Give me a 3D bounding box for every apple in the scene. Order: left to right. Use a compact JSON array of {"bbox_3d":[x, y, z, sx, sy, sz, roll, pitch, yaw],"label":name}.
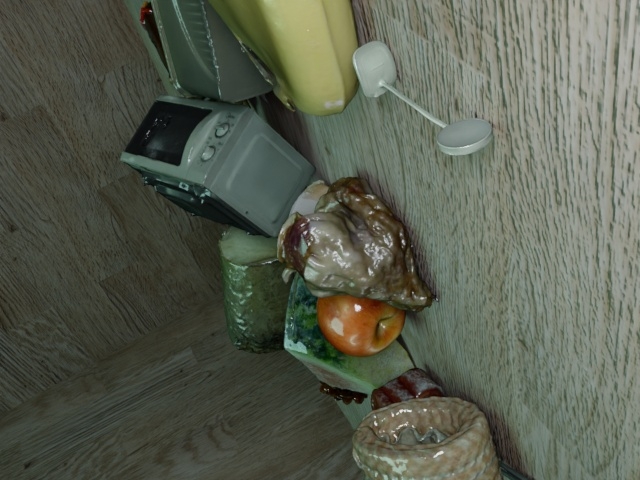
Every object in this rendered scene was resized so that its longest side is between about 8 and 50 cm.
[{"bbox_3d":[0.066,0.118,1.184,0.139,0.163,0.163,32,153,41],"label":"apple"}]

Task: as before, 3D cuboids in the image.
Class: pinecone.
[{"bbox_3d":[0.074,0.324,1.734,0.173,0.173,0.173,57,169,18],"label":"pinecone"}]

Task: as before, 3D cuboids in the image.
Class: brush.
[{"bbox_3d":[0.310,0.378,1.068,0.062,0.027,0.266,66,169,-3],"label":"brush"}]

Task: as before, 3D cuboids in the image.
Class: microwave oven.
[{"bbox_3d":[-0.203,-0.138,1.308,0.295,0.181,0.237,18,164,44],"label":"microwave oven"}]

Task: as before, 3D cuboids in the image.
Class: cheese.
[{"bbox_3d":[-0.060,-0.309,0.770,0.259,0.128,0.316,43,167,35],"label":"cheese"}]

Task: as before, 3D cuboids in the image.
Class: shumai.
[{"bbox_3d":[0.034,0.034,1.028,0.218,0.185,0.184,64,169,-16],"label":"shumai"}]

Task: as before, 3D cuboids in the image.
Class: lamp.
[{"bbox_3d":[0.094,-0.139,0.663,0.198,0.050,0.056,48,162,51],"label":"lamp"}]

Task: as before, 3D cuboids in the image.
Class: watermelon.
[{"bbox_3d":[0.054,0.189,1.436,0.310,0.193,0.232,31,155,-6],"label":"watermelon"}]

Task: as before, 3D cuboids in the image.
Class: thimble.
[{"bbox_3d":[0.171,0.356,1.107,0.196,0.229,0.148,-34,-71,-65],"label":"thimble"}]

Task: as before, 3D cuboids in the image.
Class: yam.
[{"bbox_3d":[-0.124,0.100,1.500,0.195,0.195,0.300,50,150,46],"label":"yam"}]

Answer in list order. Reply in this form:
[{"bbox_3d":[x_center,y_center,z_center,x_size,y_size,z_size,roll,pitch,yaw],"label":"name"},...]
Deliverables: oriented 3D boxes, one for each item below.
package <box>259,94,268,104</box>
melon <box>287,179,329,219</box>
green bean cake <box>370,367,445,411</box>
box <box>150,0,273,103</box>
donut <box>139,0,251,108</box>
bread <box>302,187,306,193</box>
[{"bbox_3d":[-0.160,-0.365,1.340,0.171,0.027,0.173,55,168,47],"label":"package"},{"bbox_3d":[0.014,-0.047,1.257,0.202,0.093,0.139,26,-126,-56],"label":"melon"},{"bbox_3d":[0.165,0.374,1.296,0.097,0.198,0.233,40,153,59],"label":"green bean cake"},{"bbox_3d":[-0.168,-0.354,1.072,0.178,0.138,0.274,31,139,50],"label":"box"},{"bbox_3d":[-0.263,-0.384,1.399,0.259,0.136,0.345,60,175,13],"label":"donut"},{"bbox_3d":[0.000,0.000,1.474,0.286,0.056,0.207,52,165,44],"label":"bread"}]
